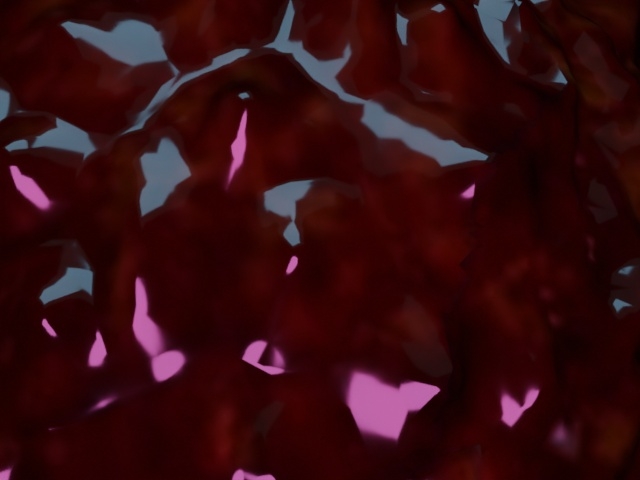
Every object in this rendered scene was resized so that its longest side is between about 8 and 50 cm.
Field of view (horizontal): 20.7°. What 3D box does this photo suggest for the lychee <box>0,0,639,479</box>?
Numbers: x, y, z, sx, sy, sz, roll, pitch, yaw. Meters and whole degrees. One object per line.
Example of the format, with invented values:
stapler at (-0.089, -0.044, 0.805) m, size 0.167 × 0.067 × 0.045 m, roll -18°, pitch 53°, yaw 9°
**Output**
lychee at (-0.038, 0.079, 0.640) m, size 0.424 × 0.500 × 0.424 m, roll 6°, pitch -24°, yaw 3°
